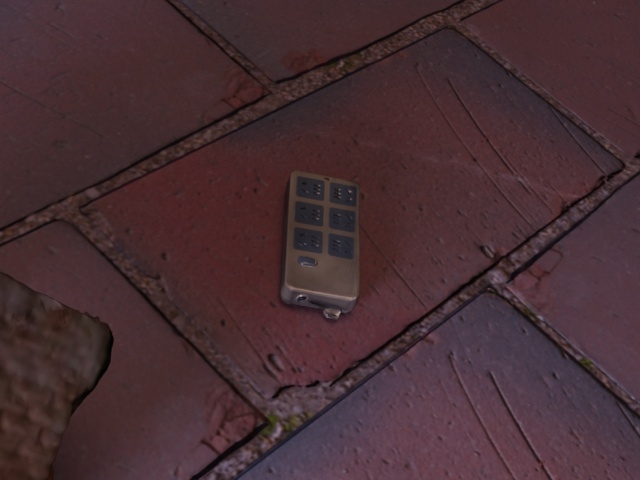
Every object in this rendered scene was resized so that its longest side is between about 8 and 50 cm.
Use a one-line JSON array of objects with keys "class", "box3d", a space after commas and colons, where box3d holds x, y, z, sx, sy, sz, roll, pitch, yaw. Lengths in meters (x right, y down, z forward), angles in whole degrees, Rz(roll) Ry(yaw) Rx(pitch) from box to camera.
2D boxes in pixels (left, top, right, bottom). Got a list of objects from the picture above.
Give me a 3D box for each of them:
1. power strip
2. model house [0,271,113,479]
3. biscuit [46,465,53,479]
[{"class": "power strip", "box3d": [0.000, 0.000, 1.223, 0.081, 0.035, 0.192, 12, 46, -10]}, {"class": "model house", "box3d": [-0.351, 0.146, 0.820, 0.298, 0.243, 0.284, 1, 64, 35]}, {"class": "biscuit", "box3d": [-0.294, 0.214, 0.924, 0.142, 0.029, 0.220, 28, 46, 6]}]
